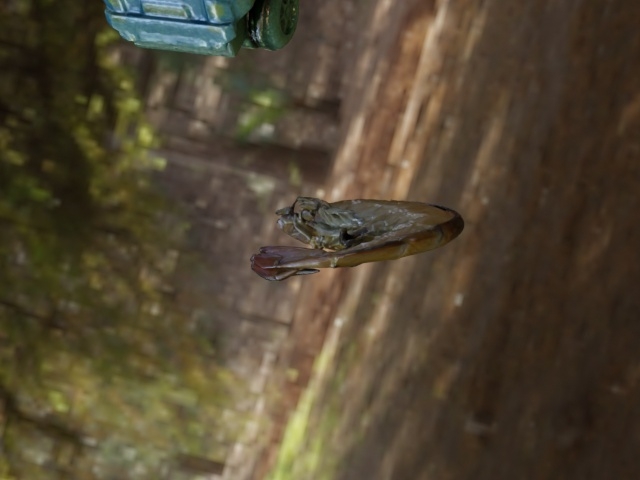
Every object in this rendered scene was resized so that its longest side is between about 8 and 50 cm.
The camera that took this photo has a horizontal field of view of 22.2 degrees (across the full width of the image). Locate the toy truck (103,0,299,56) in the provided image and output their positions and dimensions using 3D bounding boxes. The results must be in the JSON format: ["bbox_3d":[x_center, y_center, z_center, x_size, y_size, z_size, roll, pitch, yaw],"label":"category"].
[{"bbox_3d":[-0.080,-0.280,1.414,0.156,0.155,0.279,75,-148,-49],"label":"toy truck"}]

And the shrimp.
[{"bbox_3d":[0.000,0.001,0.970,0.178,0.124,0.034,7,111,51],"label":"shrimp"}]
